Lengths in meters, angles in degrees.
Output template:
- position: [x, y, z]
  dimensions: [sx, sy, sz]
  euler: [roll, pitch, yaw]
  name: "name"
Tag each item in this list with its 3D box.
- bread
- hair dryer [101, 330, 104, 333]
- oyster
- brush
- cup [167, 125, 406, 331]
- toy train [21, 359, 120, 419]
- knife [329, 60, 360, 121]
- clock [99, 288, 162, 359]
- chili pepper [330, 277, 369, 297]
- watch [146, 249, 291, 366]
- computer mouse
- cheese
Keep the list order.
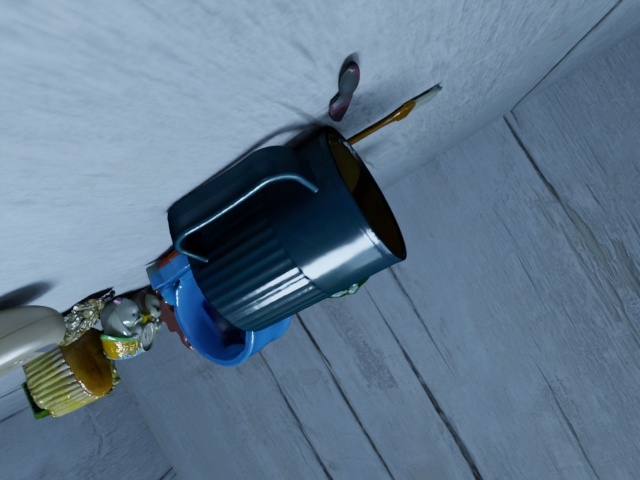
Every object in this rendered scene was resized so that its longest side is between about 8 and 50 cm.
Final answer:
- position: [-0.557, 0.292, 1.227]
  dimensions: [0.133, 0.179, 0.250]
  euler: [-29, 175, -3]
  name: "bread"
- position: [-0.597, 0.261, 1.680]
  dimensions: [0.255, 0.070, 0.128]
  euler: [-37, 177, 14]
  name: "hair dryer"
- position: [-0.483, 0.160, 1.076]
  dimensions: [0.177, 0.056, 0.105]
  euler: [-36, -175, 6]
  name: "oyster"
- position: [0.098, -0.215, 1.055]
  dimensions: [0.314, 0.017, 0.090]
  euler: [-30, 178, -5]
  name: "brush"
- position: [-0.052, -0.003, 0.854]
  dimensions: [0.292, 0.242, 0.308]
  euler: [-30, -179, 19]
  name: "cup"
- position: [-0.866, 0.495, 1.850]
  dimensions: [0.307, 0.173, 0.249]
  euler: [-32, 171, 29]
  name: "toy train"
- position: [0.029, -0.187, 0.709]
  dimensions: [0.035, 0.018, 0.247]
  euler: [-34, 179, -3]
  name: "knife"
- position: [-0.452, 0.196, 1.280]
  dimensions: [0.103, 0.144, 0.231]
  euler: [5, -176, 7]
  name: "clock"
- position: [0.000, 0.000, 1.208]
  dimensions: [0.248, 0.256, 0.233]
  euler: [-31, 149, -45]
  name: "chili pepper"
- position: [-0.224, 0.137, 1.148]
  dimensions: [0.241, 0.274, 0.305]
  euler: [-30, 172, -47]
  name: "watch"
- position: [-0.468, 0.156, 0.720]
  dimensions: [0.236, 0.082, 0.145]
  euler: [-29, 178, -17]
  name: "computer mouse"
- position: [-0.373, 0.163, 1.425]
  dimensions: [0.177, 0.203, 0.128]
  euler: [6, -153, 42]
  name: "cheese"
